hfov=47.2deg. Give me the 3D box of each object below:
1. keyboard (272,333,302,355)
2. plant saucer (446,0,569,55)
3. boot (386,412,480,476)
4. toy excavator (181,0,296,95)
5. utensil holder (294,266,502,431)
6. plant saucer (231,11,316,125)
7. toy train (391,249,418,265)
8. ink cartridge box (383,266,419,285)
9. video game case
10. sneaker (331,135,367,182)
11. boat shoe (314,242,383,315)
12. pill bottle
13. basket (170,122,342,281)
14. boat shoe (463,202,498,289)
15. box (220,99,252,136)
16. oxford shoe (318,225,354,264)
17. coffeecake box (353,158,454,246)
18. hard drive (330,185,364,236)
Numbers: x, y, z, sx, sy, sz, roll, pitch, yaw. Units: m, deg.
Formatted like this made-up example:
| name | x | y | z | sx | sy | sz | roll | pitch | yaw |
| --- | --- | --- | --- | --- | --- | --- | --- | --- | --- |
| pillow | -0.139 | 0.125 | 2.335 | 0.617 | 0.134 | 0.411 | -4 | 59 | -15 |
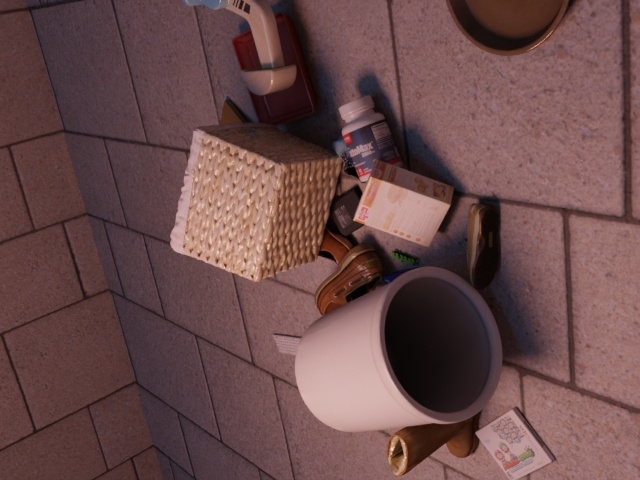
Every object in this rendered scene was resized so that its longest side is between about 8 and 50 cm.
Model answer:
| name | x | y | z | sx | sy | sz | roll | pitch | yaw |
| --- | --- | --- | --- | --- | --- | --- | --- | --- | --- |
| keyboard | -0.073 | 0.345 | 2.369 | 0.256 | 0.014 | 0.072 | -2 | 108 | 54 |
| plant saucer | 0.336 | -0.474 | 1.312 | 0.278 | 0.041 | 0.278 | 30 | 132 | 41 |
| boot | 0.270 | 0.492 | 1.779 | 0.089 | 0.269 | 0.236 | 29 | 131 | 41 |
| toy excavator | -0.216 | -0.621 | 1.769 | 0.445 | 0.222 | 0.433 | 39 | 134 | 34 |
| utensil holder | 0.163 | 0.269 | 1.672 | 0.385 | 0.327 | 0.328 | -33 | 83 | 55 |
| plant saucer | -0.113 | -0.439 | 1.920 | 0.258 | 0.047 | 0.259 | -5 | 105 | 54 |
| toy train | 0.209 | 0.044 | 1.813 | 0.083 | 0.017 | 0.024 | 22 | 137 | 45 |
| ink cartridge box | 0.237 | 0.174 | 1.829 | 0.097 | 0.046 | 0.207 | -14 | 98 | 54 |
| video game case | 0.458 | 0.486 | 1.740 | 0.143 | 0.019 | 0.157 | 53 | 140 | 15 |
| sneaker | 0.079 | -0.197 | 1.789 | 0.162 | 0.073 | 0.063 | 44 | 140 | 28 |
| boat shoe | 0.073 | 0.136 | 1.952 | 0.104 | 0.110 | 0.307 | 62 | 147 | 25 |
| pill bottle | 0.110 | -0.236 | 1.694 | 0.108 | 0.108 | 0.180 | -17 | 96 | 55 |
| basket | -0.154 | -0.100 | 1.843 | 0.266 | 0.328 | 0.331 | 25 | 111 | 24 |
| boat shoe | 0.342 | 0.010 | 1.586 | 0.072 | 0.068 | 0.190 | 32 | 125 | 55 |
| box | -0.242 | -0.294 | 2.180 | 0.201 | 0.021 | 0.164 | 53 | 143 | 30 |
| oxford shoe | 0.000 | 0.000 | 1.996 | 0.212 | 0.076 | 0.076 | 34 | 163 | 41 |
| coffeecake box | 0.184 | -0.082 | 1.642 | 0.185 | 0.068 | 0.142 | 20 | 136 | 0 |
| hard drive | 0.079 | -0.073 | 1.908 | 0.135 | 0.022 | 0.094 | -33 | 83 | 56 |
